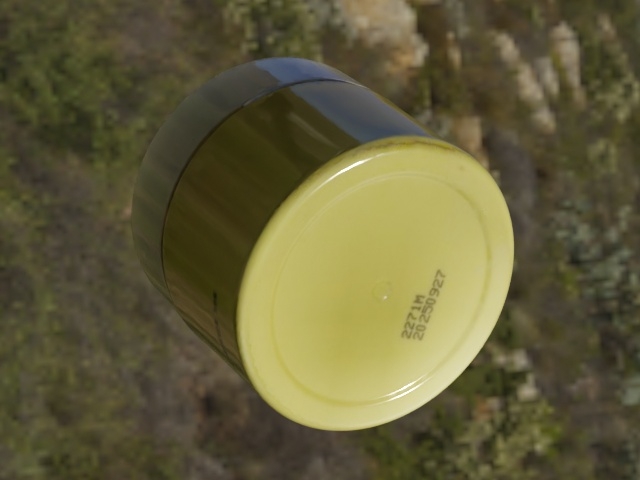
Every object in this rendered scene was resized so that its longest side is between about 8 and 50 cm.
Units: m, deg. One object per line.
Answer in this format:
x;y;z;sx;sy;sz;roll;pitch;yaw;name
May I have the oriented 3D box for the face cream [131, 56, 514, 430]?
0.000;0.000;1.208;0.179;0.218;0.218;39;-46;52;face cream
